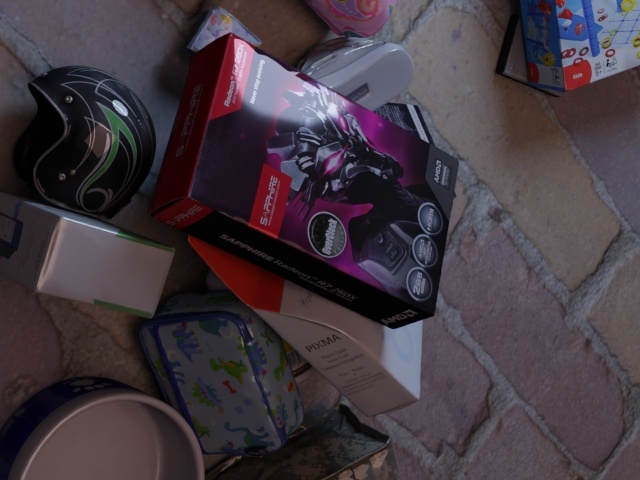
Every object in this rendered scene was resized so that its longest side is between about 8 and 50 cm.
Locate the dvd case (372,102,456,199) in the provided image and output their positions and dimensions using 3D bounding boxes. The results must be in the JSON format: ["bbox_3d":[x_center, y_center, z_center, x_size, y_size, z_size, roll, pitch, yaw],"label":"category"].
[{"bbox_3d":[0.074,-0.128,1.833,0.221,0.018,0.164,1,56,-35],"label":"dvd case"}]

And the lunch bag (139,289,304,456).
[{"bbox_3d":[-0.129,0.175,1.712,0.090,0.176,0.219,-48,127,-52],"label":"lunch bag"}]

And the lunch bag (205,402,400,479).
[{"bbox_3d":[-0.029,0.401,1.838,0.287,0.169,0.235,-24,116,-22],"label":"lunch bag"}]

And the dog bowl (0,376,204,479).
[{"bbox_3d":[-0.285,0.309,1.668,0.265,0.104,0.264,-8,104,-35],"label":"dog bowl"}]

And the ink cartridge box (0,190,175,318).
[{"bbox_3d":[-0.294,0.012,1.536,0.154,0.212,0.093,17,92,-38],"label":"ink cartridge box"}]

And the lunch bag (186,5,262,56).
[{"bbox_3d":[-0.129,-0.254,1.703,0.083,0.053,0.071,37,79,-45],"label":"lunch bag"}]

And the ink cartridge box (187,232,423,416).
[{"bbox_3d":[0.000,0.000,1.720,0.385,0.091,0.308,47,33,-32],"label":"ink cartridge box"}]

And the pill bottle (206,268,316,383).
[{"bbox_3d":[-0.079,0.085,1.764,0.117,0.117,0.215,-32,116,-27],"label":"pill bottle"}]

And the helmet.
[{"bbox_3d":[-0.277,-0.121,1.556,0.169,0.169,0.161,21,94,-37],"label":"helmet"}]

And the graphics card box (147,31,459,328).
[{"bbox_3d":[-0.008,-0.065,1.606,0.371,0.094,0.232,28,59,-28],"label":"graphics card box"}]

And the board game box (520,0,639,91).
[{"bbox_3d":[0.445,-0.416,2.012,0.308,0.086,0.302,-22,114,-25],"label":"board game box"}]

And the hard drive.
[{"bbox_3d":[0.337,-0.286,2.052,0.135,0.022,0.094,15,90,-37],"label":"hard drive"}]

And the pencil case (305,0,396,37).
[{"bbox_3d":[-0.026,-0.375,1.714,0.284,0.124,0.124,30,81,-36],"label":"pencil case"}]

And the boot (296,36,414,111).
[{"bbox_3d":[-0.007,-0.194,1.760,0.258,0.123,0.095,-29,122,-23],"label":"boot"}]
